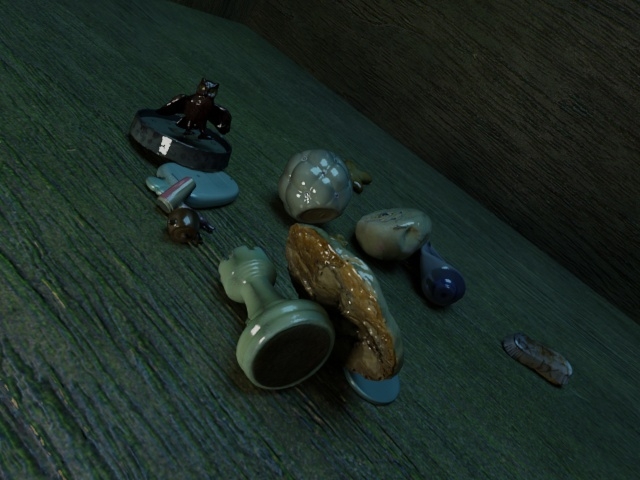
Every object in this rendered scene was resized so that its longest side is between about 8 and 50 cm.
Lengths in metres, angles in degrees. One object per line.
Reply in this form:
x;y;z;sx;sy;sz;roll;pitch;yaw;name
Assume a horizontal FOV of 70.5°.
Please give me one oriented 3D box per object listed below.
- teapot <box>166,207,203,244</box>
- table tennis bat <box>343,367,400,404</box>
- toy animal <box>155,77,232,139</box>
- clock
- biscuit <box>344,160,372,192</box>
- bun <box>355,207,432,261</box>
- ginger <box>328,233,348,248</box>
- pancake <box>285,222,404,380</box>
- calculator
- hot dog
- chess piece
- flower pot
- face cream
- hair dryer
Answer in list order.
-0.325;-0.026;1.089;0.121;0.076;0.068;48;21;-47;teapot
0.132;0.290;1.099;0.153;0.040;0.244;32;32;-4;table tennis bat
-0.356;-0.388;1.312;0.218;0.179;0.116;9;27;-35;toy animal
-0.426;-0.317;1.406;0.312;0.061;0.312;23;21;-10;clock
0.146;-0.293;2.030;0.164;0.047;0.208;35;28;5;biscuit
0.246;-0.022;1.560;0.273;0.168;0.273;-7;18;2;bun
0.000;0.000;1.403;0.176;0.052;0.193;35;28;-9;ginger
0.038;0.123;0.926;0.082;0.387;0.387;-31;62;-22;pancake
-0.357;-0.163;1.297;0.184;0.042;0.295;44;29;19;calculator
0.735;0.395;1.537;0.253;0.069;0.131;30;37;-1;hot dog
-0.115;0.137;0.947;0.194;0.194;0.299;10;26;-37;chess piece
-0.016;-0.168;1.461;0.246;0.246;0.195;11;67;-37;flower pot
0.420;0.086;1.628;0.235;0.137;0.420;49;21;-15;face cream
-0.334;-0.080;1.175;0.154;0.054;0.106;50;57;-11;hair dryer
